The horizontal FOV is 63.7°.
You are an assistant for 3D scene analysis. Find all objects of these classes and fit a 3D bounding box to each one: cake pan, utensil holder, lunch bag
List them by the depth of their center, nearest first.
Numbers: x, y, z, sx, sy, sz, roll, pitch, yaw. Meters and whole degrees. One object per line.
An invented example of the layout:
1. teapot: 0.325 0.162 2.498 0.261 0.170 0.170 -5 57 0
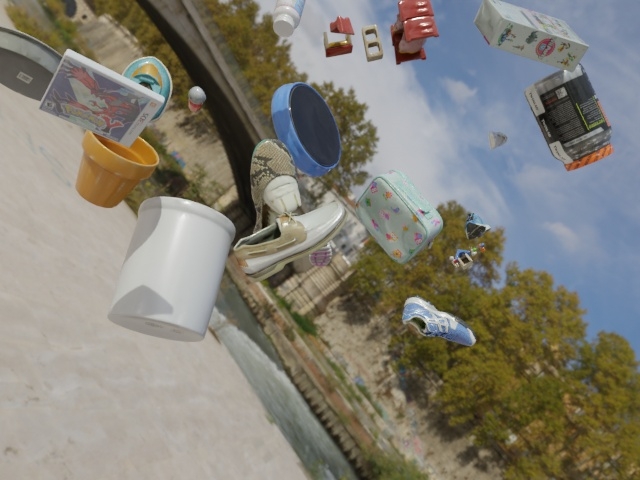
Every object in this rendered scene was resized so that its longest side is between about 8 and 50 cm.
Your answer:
1. cake pan: -0.829 -0.483 1.453 0.293 0.054 0.293 12 -19 4
2. lunch bag: 0.257 -0.078 1.667 0.279 0.108 0.224 51 -42 15
3. utensil holder: -0.481 0.102 1.671 0.328 0.385 0.327 10 -23 4

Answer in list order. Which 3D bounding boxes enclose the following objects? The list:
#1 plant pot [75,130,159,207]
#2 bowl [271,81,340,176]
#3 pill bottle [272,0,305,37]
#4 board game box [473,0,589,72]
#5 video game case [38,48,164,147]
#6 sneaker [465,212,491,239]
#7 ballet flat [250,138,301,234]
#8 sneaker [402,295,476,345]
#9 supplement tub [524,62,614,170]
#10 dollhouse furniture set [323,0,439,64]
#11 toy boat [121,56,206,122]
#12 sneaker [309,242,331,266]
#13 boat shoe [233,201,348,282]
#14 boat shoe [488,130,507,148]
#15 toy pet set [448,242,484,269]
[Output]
1. plant pot: -0.600 -0.203 1.473 0.205 0.188 0.205 33 20 -14
2. bowl: -0.044 -0.451 2.077 0.391 0.077 0.391 31 51 -48
3. pill bottle: -0.102 -0.723 1.626 0.087 0.160 0.087 8 -27 4
4. board game box: 0.676 -0.671 1.669 0.224 0.303 0.097 -90 -164 -48
5. video game case: -0.464 -0.290 1.090 0.201 0.183 0.023 23 51 -34
6. sneaker: 0.467 -0.048 1.580 0.073 0.063 0.162 56 22 17
7. ballet flat: -0.137 -0.097 1.696 0.182 0.164 0.482 55 -29 36
8. sneaker: 0.315 0.234 1.389 0.211 0.081 0.080 26 -40 11
9. supplement tub: 0.884 -0.431 1.821 0.338 0.207 0.207 65 -7 -1
10. dollhouse furniture set: 0.203 -0.716 1.825 0.201 0.374 0.152 77 2 -87
11. toy boat: -0.606 -0.576 1.985 0.318 0.267 0.148 10 -10 -18
12. sneaker: 0.000 0.000 2.188 0.104 0.095 0.236 -88 178 -59
13. boat shoe: -0.074 -0.015 1.283 0.103 0.302 0.113 58 -4 -27
14. boat shoe: 0.656 -0.372 1.898 0.184 0.063 0.066 -16 97 -67
15. toy pet set: 0.507 0.044 1.808 0.065 0.122 0.114 60 2 32
